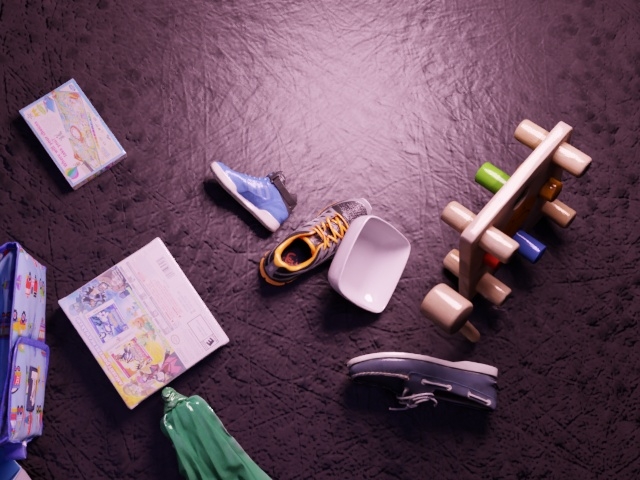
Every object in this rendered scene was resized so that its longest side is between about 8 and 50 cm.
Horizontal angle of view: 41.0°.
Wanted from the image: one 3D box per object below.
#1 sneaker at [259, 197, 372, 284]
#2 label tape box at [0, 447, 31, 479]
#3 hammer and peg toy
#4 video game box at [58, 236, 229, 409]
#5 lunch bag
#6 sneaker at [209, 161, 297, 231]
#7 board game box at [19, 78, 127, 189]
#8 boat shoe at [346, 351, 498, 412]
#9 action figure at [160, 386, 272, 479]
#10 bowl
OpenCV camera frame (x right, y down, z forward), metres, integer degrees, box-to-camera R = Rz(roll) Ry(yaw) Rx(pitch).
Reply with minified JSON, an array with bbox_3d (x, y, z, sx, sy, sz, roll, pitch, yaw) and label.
[{"bbox_3d":[0.000,0.000,1.403,0.215,0.083,0.084,-37,86,-14],"label":"sneaker"},{"bbox_3d":[-0.462,0.479,1.170,0.249,0.115,0.347,-45,75,2],"label":"label tape box"},{"bbox_3d":[0.272,0.001,1.368,0.127,0.266,0.361,37,77,22],"label":"hammer and peg toy"},{"bbox_3d":[-0.278,0.131,1.357,0.187,0.048,0.205,-33,86,-14],"label":"video game box"},{"bbox_3d":[-0.464,0.170,1.232,0.138,0.221,0.293,-9,81,-10],"label":"lunch bag"},{"bbox_3d":[-0.105,-0.094,1.414,0.152,0.058,0.084,43,83,-4],"label":"sneaker"},{"bbox_3d":[-0.404,-0.174,1.401,0.103,0.026,0.154,-35,87,-13],"label":"board game box"},{"bbox_3d":[0.166,0.234,1.385,0.255,0.095,0.079,9,68,-16],"label":"boat shoe"},{"bbox_3d":[-0.179,0.327,1.329,0.137,0.063,0.232,-32,90,-10],"label":"action figure"},{"bbox_3d":[0.072,0.036,1.397,0.142,0.053,0.142,34,77,-46],"label":"bowl"}]
